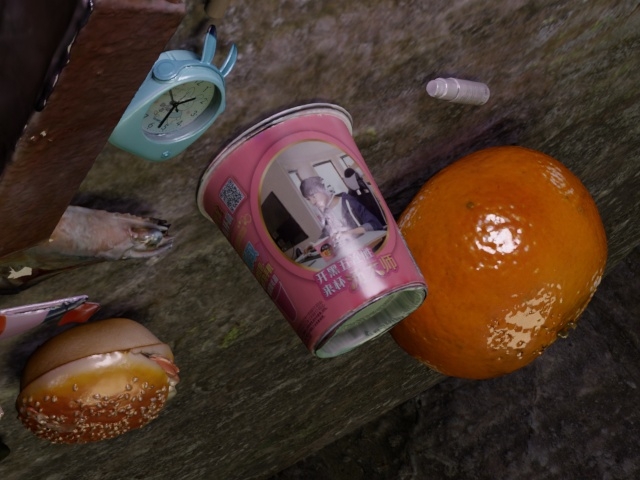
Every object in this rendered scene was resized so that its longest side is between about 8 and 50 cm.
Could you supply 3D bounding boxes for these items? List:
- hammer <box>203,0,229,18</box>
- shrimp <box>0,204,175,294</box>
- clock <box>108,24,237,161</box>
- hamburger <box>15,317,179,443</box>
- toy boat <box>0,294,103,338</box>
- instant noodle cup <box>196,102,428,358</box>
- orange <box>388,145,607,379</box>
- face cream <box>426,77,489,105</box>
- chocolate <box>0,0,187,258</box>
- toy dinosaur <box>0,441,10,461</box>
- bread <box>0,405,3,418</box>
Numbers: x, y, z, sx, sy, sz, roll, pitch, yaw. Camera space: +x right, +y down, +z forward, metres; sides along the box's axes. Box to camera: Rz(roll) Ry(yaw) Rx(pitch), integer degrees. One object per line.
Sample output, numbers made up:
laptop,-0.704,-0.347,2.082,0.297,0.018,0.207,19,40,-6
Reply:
hammer,-0.125,-0.210,0.672,0.110,0.019,0.035,-12,150,-38
shrimp,-0.302,0.015,0.858,0.317,0.062,0.164,-2,151,-47
clock,-0.139,-0.142,0.761,0.147,0.045,0.108,-39,159,12
hamburger,-0.317,0.204,1.116,0.237,0.147,0.237,-26,156,-12
toy boat,-0.416,0.102,0.838,0.219,0.072,0.318,-31,162,32
instant noodle cup,0.000,0.000,0.977,0.244,0.255,0.244,-26,159,-11
orange,0.301,0.048,1.345,0.424,0.326,0.424,-35,148,-26
face cream,0.189,-0.207,1.090,0.130,0.034,0.034,-8,147,-50
chocolate,-0.226,-0.108,0.635,0.112,0.112,0.321,-18,155,-52
toy dinosaur,-0.569,0.330,1.216,0.187,0.087,0.179,6,175,-36
bread,-0.504,0.237,1.021,0.152,0.077,0.105,-3,143,-50
